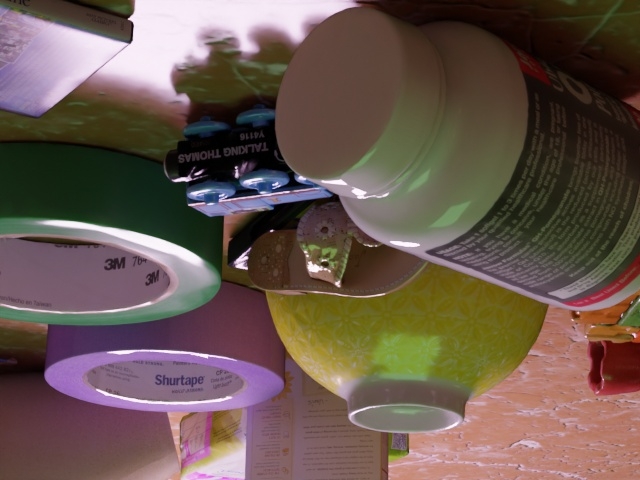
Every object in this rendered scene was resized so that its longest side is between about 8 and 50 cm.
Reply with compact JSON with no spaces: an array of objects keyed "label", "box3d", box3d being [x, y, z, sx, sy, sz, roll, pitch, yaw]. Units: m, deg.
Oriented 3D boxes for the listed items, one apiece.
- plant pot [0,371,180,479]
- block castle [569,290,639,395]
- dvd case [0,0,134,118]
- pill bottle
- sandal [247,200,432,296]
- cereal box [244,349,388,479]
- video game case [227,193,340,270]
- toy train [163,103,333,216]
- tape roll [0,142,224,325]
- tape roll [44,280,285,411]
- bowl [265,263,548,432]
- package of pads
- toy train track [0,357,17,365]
[{"label":"plant pot","box3d":[-0.329,0.273,2.179,0.274,0.256,0.256,-14,161,-7]},{"label":"block castle","box3d":[0.368,0.164,1.706,0.213,0.303,0.453,3,159,-2]},{"label":"dvd case","box3d":[-0.293,-0.158,1.267,0.253,0.022,0.180,13,158,-30]},{"label":"pill bottle","box3d":[0.122,-0.063,1.277,0.176,0.176,0.318,-18,153,42]},{"label":"sandal","box3d":[0.000,0.006,1.510,0.079,0.088,0.240,14,162,-42]},{"label":"cereal box","box3d":[-0.004,0.244,2.032,0.173,0.240,0.047,-4,159,14]},{"label":"video game case","box3d":[0.079,-0.002,1.655,0.275,0.035,0.248,10,158,-21]},{"label":"toy train","box3d":[-0.038,-0.069,1.424,0.184,0.080,0.105,-8,167,17]},{"label":"tape roll","box3d":[-0.254,0.001,1.622,0.321,0.077,0.321,1,160,0]},{"label":"tape roll","box3d":[-0.177,0.123,1.934,0.275,0.090,0.275,1,159,0]},{"label":"bowl","box3d":[0.085,0.103,1.664,0.289,0.156,0.289,2,160,1]},{"label":"package of pads","box3d":[-0.048,0.269,2.311,0.229,0.101,0.296,10,157,-27]},{"label":"toy train track","box3d":[-0.421,0.147,2.125,0.048,0.014,0.083,-25,154,37]}]
